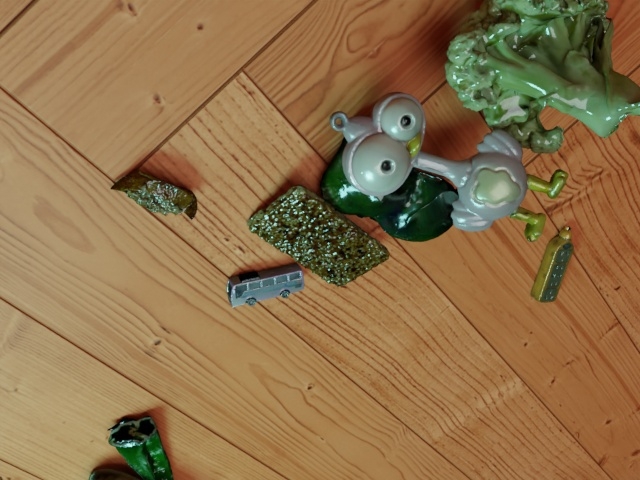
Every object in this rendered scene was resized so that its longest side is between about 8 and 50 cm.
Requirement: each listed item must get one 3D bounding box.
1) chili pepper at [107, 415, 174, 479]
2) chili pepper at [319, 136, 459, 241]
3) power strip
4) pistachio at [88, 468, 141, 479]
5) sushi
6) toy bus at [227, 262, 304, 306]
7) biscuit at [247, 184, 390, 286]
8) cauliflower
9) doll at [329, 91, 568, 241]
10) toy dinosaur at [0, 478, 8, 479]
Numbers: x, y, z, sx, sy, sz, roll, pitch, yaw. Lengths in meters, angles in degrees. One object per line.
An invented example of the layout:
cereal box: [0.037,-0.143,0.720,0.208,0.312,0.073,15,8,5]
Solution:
chili pepper: [-0.317,0.415,1.293,0.088,0.059,0.227,-6,128,1]
chili pepper: [0.129,-0.067,1.154,0.264,0.116,0.148,27,109,-31]
power strip: [0.470,0.050,1.414,0.049,0.028,0.178,-1,118,-21]
pistachio: [-0.337,0.506,1.277,0.136,0.136,0.226,-41,102,4]
sushi: [-0.244,-0.067,1.044,0.120,0.052,0.055,23,93,-33]
toy bus: [-0.093,0.075,1.194,0.131,0.037,0.052,-12,120,-17]
biscuit: [0.000,0.000,1.168,0.131,0.025,0.231,-35,129,29]
cauliflower: [0.326,-0.243,1.046,0.327,0.281,0.260,-5,156,-25]
doll: [0.180,-0.112,1.046,0.365,0.094,0.160,19,104,-14]
toy dinosaur: [-0.543,0.438,1.225,0.113,0.026,0.041,18,117,-20]
